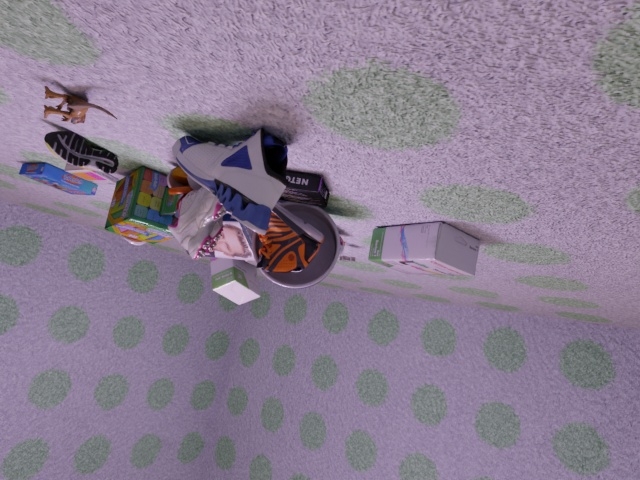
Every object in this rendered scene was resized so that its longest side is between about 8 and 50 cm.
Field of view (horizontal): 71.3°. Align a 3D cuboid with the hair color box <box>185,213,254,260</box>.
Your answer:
[{"bbox_3d":[-0.370,-0.032,1.630,0.347,0.105,0.174,2,128,32],"label":"hair color box"}]

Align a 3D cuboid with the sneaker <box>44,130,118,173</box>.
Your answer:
[{"bbox_3d":[-0.673,-0.238,1.236,0.094,0.081,0.208,9,169,26],"label":"sneaker"}]

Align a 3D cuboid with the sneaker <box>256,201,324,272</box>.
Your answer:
[{"bbox_3d":[-0.156,-0.016,1.234,0.321,0.180,0.124,33,173,-13],"label":"sneaker"}]

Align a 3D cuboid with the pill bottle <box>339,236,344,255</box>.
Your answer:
[{"bbox_3d":[0.000,0.000,1.610,0.108,0.108,0.193,6,167,29],"label":"pill bottle"}]

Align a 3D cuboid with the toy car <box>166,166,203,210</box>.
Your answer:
[{"bbox_3d":[-0.345,-0.131,1.264,0.159,0.136,0.182,1,164,42],"label":"toy car"}]

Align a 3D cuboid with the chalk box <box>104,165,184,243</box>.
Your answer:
[{"bbox_3d":[-0.538,-0.111,1.429,0.179,0.180,0.289,21,158,-38],"label":"chalk box"}]

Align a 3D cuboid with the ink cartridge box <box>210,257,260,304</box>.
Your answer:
[{"bbox_3d":[-0.386,0.082,1.986,0.119,0.353,0.207,-24,146,14],"label":"ink cartridge box"}]

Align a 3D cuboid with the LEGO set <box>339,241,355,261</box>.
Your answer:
[{"bbox_3d":[0.025,0.035,1.829,0.227,0.087,0.093,9,173,-14],"label":"LEGO set"}]

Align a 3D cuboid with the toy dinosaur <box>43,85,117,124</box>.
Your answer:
[{"bbox_3d":[-0.513,-0.284,0.937,0.112,0.064,0.211,-2,-171,-38],"label":"toy dinosaur"}]

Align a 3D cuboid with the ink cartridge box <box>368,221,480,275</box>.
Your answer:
[{"bbox_3d":[0.322,0.033,1.407,0.201,0.117,0.278,20,166,-35],"label":"ink cartridge box"}]

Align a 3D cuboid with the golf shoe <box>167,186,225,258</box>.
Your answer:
[{"bbox_3d":[-0.294,-0.096,1.144,0.140,0.306,0.115,37,-159,7],"label":"golf shoe"}]

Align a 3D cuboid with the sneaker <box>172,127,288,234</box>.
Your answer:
[{"bbox_3d":[-0.168,-0.164,0.965,0.315,0.182,0.127,40,-177,32],"label":"sneaker"}]

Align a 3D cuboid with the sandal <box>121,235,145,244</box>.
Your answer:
[{"bbox_3d":[-0.625,-0.051,1.629,0.102,0.076,0.265,36,-166,-8],"label":"sandal"}]

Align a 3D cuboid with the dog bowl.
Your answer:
[{"bbox_3d":[-0.074,0.017,1.375,0.265,0.264,0.104,12,171,1],"label":"dog bowl"}]

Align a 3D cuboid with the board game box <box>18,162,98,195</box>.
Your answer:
[{"bbox_3d":[-0.985,-0.229,1.685,0.160,0.047,0.210,5,166,29],"label":"board game box"}]

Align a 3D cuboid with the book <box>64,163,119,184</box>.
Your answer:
[{"bbox_3d":[-0.779,-0.226,1.529,0.096,0.035,0.144,5,167,18],"label":"book"}]

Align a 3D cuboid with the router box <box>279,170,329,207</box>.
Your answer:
[{"bbox_3d":[-0.074,-0.138,1.169,0.179,0.046,0.133,11,169,12],"label":"router box"}]

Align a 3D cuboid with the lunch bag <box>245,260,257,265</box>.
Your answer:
[{"bbox_3d":[-0.194,0.044,1.847,0.235,0.169,0.287,18,170,7],"label":"lunch bag"}]
